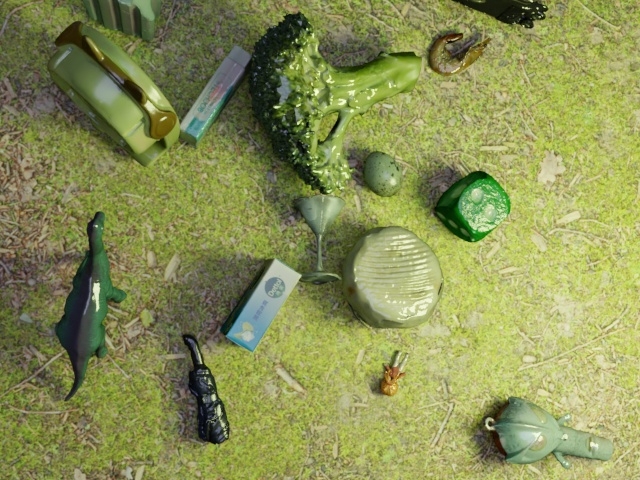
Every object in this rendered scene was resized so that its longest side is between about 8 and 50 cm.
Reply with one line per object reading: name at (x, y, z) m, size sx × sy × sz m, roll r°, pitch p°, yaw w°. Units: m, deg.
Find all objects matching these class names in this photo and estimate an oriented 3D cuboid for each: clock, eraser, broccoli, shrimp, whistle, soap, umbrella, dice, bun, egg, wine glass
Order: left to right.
clock at (-0.412, -0.289, 1.557) m, size 0.286 × 0.348 × 0.117 m, roll 44°, pitch 80°, yaw -6°
soap at (-0.405, -0.499, 1.627) m, size 0.145 × 0.230 × 0.091 m, roll 15°, pitch 85°, yaw -11°
umbrella at (-0.250, 0.321, 1.710) m, size 0.071 × 0.071 × 0.248 m, roll -12°, pitch 91°, yaw -12°
eraser at (-0.229, -0.311, 1.724) m, size 0.052 × 0.095 × 0.225 m, roll 33°, pitch 81°, yaw -3°
wine glass at (0.000, 0.000, 1.733) m, size 0.122 × 0.122 × 0.182 m, roll 1°, pitch 76°, yaw -12°
broccoli at (0.019, -0.356, 1.717) m, size 0.397 × 0.275 × 0.353 m, roll -43°, pitch 141°, yaw -4°
egg at (0.141, -0.152, 1.801) m, size 0.085 × 0.085 × 0.110 m, roll -31°, pitch 86°, yaw -11°
bun at (0.155, 0.092, 1.766) m, size 0.239 × 0.141 × 0.239 m, roll 3°, pitch 76°, yaw -11°
shrimp at (0.329, -0.454, 1.883) m, size 0.162 × 0.045 × 0.095 m, roll -32°, pitch 74°, yaw -6°
dice at (0.352, -0.077, 1.820) m, size 0.131 × 0.128 × 0.120 m, roll -44°, pitch 98°, yaw -12°
whistle at (0.527, 0.457, 1.844) m, size 0.346 × 0.133 × 0.142 m, roll 17°, pitch 44°, yaw -21°

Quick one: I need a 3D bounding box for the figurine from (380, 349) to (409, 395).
figurine at (0.170, 0.303, 1.812) m, size 0.064 × 0.047 × 0.109 m, roll 20°, pitch 76°, yaw 19°

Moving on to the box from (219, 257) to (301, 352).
box at (-0.132, 0.137, 1.704) m, size 0.073 × 0.139 × 0.194 m, roll 34°, pitch 81°, yaw -9°

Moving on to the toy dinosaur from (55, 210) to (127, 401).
toy dinosaur at (-0.465, 0.143, 1.537) m, size 0.129 × 0.331 × 0.383 m, roll 13°, pitch 83°, yaw -9°

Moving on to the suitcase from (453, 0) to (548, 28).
suitcase at (0.351, -0.685, 1.814) m, size 0.434 × 0.194 × 0.283 m, roll 19°, pitch 84°, yaw -9°
